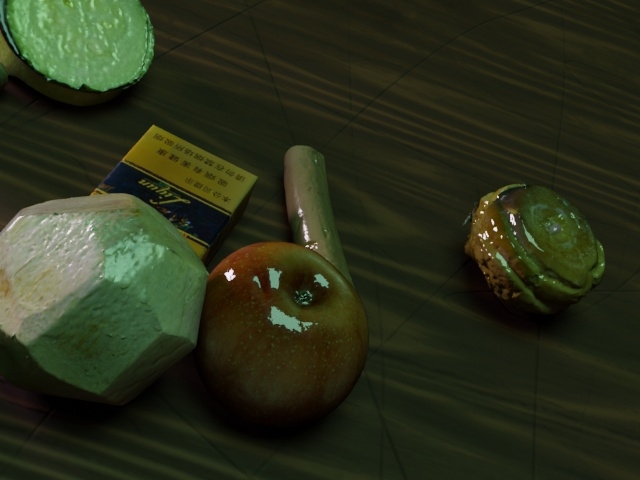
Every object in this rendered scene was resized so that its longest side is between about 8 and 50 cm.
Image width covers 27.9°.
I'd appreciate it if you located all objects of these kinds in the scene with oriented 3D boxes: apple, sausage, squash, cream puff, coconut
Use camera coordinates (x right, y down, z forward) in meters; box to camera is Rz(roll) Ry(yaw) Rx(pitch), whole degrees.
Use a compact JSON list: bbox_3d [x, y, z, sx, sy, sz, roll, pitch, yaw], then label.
[{"bbox_3d":[-0.042,0.096,1.393,0.201,0.162,0.201,14,39,-12],"label":"apple"},{"bbox_3d":[-0.002,0.000,1.595,0.065,0.066,0.301,7,41,-19],"label":"sausage"},{"bbox_3d":[-0.338,-0.262,1.704,0.220,0.133,0.220,17,53,-23],"label":"squash"},{"bbox_3d":[0.265,0.014,1.653,0.189,0.129,0.189,23,39,-21],"label":"cream puff"},{"bbox_3d":[-0.239,0.060,1.324,0.237,0.237,0.197,51,6,28],"label":"coconut"}]

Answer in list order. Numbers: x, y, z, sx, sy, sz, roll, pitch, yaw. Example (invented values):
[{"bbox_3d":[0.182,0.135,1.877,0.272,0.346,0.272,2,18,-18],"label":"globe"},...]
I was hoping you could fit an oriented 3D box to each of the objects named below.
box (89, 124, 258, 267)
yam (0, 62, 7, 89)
[{"bbox_3d":[-0.190,-0.026,1.529,0.152,0.070,0.237,27,38,4],"label":"box"},{"bbox_3d":[-0.442,-0.192,1.583,0.069,0.070,0.146,29,42,6],"label":"yam"}]
